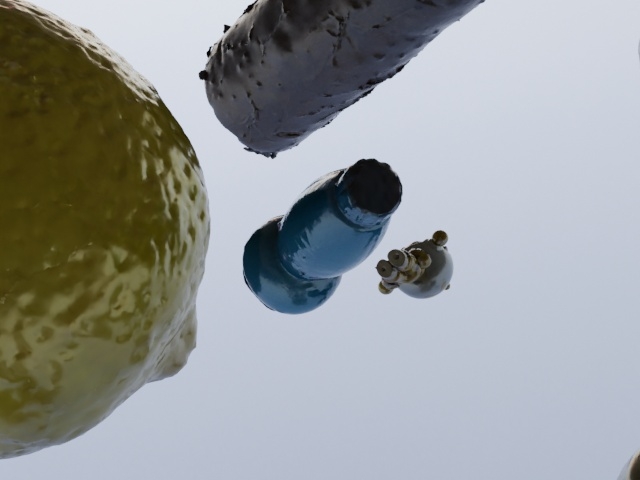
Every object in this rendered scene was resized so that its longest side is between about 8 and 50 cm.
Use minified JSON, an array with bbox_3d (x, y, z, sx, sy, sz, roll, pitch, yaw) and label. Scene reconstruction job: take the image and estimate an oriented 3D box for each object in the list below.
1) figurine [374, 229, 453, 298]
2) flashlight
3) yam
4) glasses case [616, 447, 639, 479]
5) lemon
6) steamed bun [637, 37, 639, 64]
[{"bbox_3d":[0.115,0.030,1.201,0.101,0.143,0.068,-35,-111,-6],"label":"figurine"},{"bbox_3d":[0.000,0.000,0.460,0.051,0.129,0.051,6,-108,-18],"label":"flashlight"},{"bbox_3d":[0.016,-0.180,0.817,0.280,0.131,0.131,-32,-163,47],"label":"yam"},{"bbox_3d":[0.239,0.261,0.475,0.157,0.098,0.425,11,-145,-4],"label":"glasses case"},{"bbox_3d":[-0.202,-0.018,0.561,0.310,0.253,0.253,35,-134,-6],"label":"lemon"},{"bbox_3d":[0.389,-0.068,0.659,0.352,0.339,0.247,-23,-172,-5],"label":"steamed bun"}]
